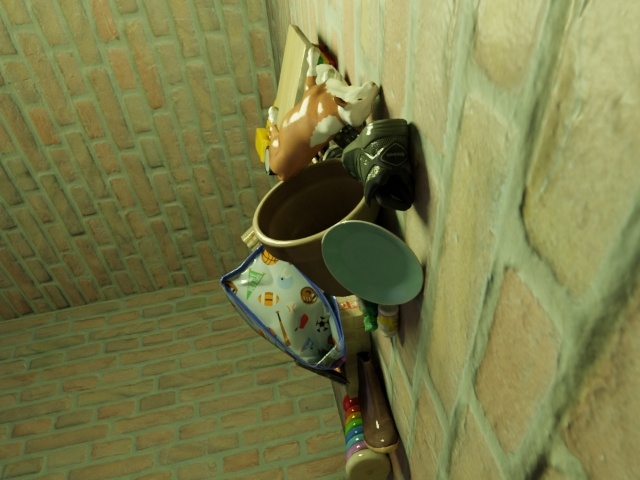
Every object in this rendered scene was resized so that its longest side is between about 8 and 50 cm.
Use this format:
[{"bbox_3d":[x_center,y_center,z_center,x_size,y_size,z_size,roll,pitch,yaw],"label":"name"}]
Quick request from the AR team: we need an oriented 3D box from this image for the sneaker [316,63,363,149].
[{"bbox_3d":[0.042,-0.283,1.023,0.086,0.085,0.237,39,-152,-56],"label":"sneaker"}]

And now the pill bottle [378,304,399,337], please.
[{"bbox_3d":[0.142,0.165,0.989,0.043,0.043,0.083,-108,9,-50],"label":"pill bottle"}]

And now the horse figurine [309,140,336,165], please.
[{"bbox_3d":[0.009,-0.220,1.328,0.263,0.066,0.174,28,143,65],"label":"horse figurine"}]

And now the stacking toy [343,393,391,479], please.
[{"bbox_3d":[0.137,0.629,1.574,0.330,0.141,0.141,-97,-1,-65],"label":"stacking toy"}]

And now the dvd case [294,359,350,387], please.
[{"bbox_3d":[-0.003,0.389,1.431,0.221,0.164,0.018,126,168,-80],"label":"dvd case"}]

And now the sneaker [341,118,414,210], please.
[{"bbox_3d":[0.091,-0.104,0.780,0.227,0.087,0.130,155,110,-78],"label":"sneaker"}]

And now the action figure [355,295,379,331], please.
[{"bbox_3d":[0.097,0.109,1.142,0.137,0.063,0.232,39,-148,-55],"label":"action figure"}]

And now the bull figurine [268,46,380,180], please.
[{"bbox_3d":[-0.014,-0.241,0.918,0.310,0.101,0.188,-34,51,46],"label":"bull figurine"}]

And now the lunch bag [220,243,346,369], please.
[{"bbox_3d":[-0.086,0.205,1.388,0.385,0.239,0.328,48,169,2],"label":"lunch bag"}]

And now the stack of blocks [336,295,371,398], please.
[{"bbox_3d":[0.096,0.313,1.472,0.171,0.087,0.297,-114,15,-64],"label":"stack of blocks"}]

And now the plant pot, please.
[{"bbox_3d":[0.024,-0.004,0.994,0.263,0.263,0.229,-109,-7,-54],"label":"plant pot"}]

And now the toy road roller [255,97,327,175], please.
[{"bbox_3d":[-0.091,-0.363,1.565,0.329,0.202,0.241,-120,32,-58],"label":"toy road roller"}]

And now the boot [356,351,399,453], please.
[{"bbox_3d":[0.137,0.428,1.275,0.248,0.090,0.207,-126,23,-85],"label":"boot"}]

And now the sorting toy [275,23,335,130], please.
[{"bbox_3d":[-0.046,-0.406,1.258,0.255,0.089,0.257,-109,28,-53],"label":"sorting toy"}]

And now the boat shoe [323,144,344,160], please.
[{"bbox_3d":[0.057,-0.136,1.112,0.228,0.081,0.069,75,179,-62],"label":"boat shoe"}]

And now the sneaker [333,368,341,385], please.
[{"bbox_3d":[0.087,0.485,1.931,0.262,0.099,0.121,-96,-7,-49],"label":"sneaker"}]

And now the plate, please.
[{"bbox_3d":[0.089,0.037,0.812,0.024,0.188,0.188,-52,-31,-40],"label":"plate"}]

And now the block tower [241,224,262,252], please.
[{"bbox_3d":[-0.146,0.082,1.765,0.335,0.097,0.091,46,179,-23],"label":"block tower"}]
